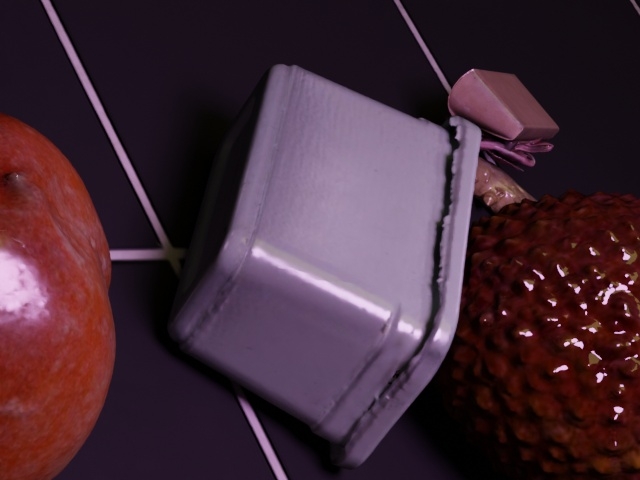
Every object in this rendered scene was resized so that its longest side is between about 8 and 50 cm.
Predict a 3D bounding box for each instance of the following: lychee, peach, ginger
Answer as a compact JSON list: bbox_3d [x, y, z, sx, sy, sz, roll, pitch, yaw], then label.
[{"bbox_3d":[0.222,0.089,1.554,0.304,0.275,0.275,25,37,-9],"label":"lychee"},{"bbox_3d":[-0.234,0.041,1.135,0.252,0.252,0.252,29,37,-25],"label":"peach"},{"bbox_3d":[0.184,-0.027,1.833,0.173,0.051,0.069,40,28,-1],"label":"ginger"}]

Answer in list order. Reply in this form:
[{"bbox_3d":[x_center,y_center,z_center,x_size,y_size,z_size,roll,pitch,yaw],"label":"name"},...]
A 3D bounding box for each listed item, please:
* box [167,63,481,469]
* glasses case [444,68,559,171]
[{"bbox_3d":[0.000,0.000,1.502,0.182,0.175,0.312,28,37,-12],"label":"box"},{"bbox_3d":[0.179,-0.107,1.875,0.102,0.070,0.193,50,16,9],"label":"glasses case"}]
